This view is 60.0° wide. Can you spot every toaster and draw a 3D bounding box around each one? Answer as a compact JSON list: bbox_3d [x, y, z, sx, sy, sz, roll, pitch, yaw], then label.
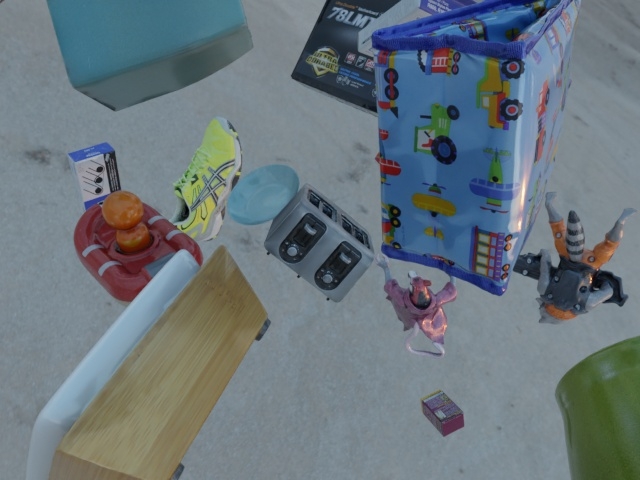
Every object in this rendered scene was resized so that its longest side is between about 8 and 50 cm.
[{"bbox_3d":[0.000,0.000,0.983,0.168,0.110,0.185,39,15,-10],"label":"toaster"}]

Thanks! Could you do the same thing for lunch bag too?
[{"bbox_3d":[0.193,-0.125,0.557,0.138,0.220,0.293,21,41,36],"label":"lunch bag"}]

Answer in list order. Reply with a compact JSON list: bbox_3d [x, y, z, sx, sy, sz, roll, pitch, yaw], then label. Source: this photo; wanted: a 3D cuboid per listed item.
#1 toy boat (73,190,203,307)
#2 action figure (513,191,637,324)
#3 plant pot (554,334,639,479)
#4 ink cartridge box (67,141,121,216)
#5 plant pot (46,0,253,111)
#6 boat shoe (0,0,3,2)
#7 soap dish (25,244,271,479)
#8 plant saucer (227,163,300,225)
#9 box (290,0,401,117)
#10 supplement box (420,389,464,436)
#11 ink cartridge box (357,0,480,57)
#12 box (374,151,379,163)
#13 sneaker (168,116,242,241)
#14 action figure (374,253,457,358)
[{"bbox_3d":[-0.294,-0.010,0.858,0.151,0.151,0.231,-31,44,-31],"label":"toy boat"},{"bbox_3d":[0.571,0.055,1.355,0.342,0.329,0.179,14,25,31],"label":"action figure"},{"bbox_3d":[0.481,0.318,0.704,0.367,0.366,0.352,15,44,-24],"label":"plant pot"},{"bbox_3d":[-0.538,-0.128,1.343,0.097,0.207,0.046,-27,52,-33],"label":"ink cartridge box"},{"bbox_3d":[-0.221,-0.302,0.769,0.235,0.165,0.165,-14,92,-1],"label":"plant pot"},{"bbox_3d":[-0.463,-0.438,0.855,0.095,0.258,0.095,63,27,1],"label":"boat shoe"},{"bbox_3d":[-0.175,0.167,0.561,0.118,0.290,0.228,33,46,-2],"label":"soap dish"},{"bbox_3d":[-0.134,-0.105,1.360,0.037,0.195,0.194,59,14,-48],"label":"plant saucer"},{"bbox_3d":[0.116,-0.438,1.217,0.296,0.293,0.073,31,10,29],"label":"box"},{"bbox_3d":[0.257,0.363,1.169,0.055,0.043,0.083,-19,28,-15],"label":"supplement box"},{"bbox_3d":[0.220,-0.372,0.993,0.224,0.224,0.045,7,76,-33],"label":"ink cartridge box"},{"bbox_3d":[0.287,-0.217,1.508,0.257,0.128,0.122,5,38,-49],"label":"box"},{"bbox_3d":[-0.342,-0.174,1.624,0.147,0.384,0.145,0,21,-46],"label":"sneaker"},{"bbox_3d":[0.277,0.194,1.666,0.248,0.370,0.275,5,75,10],"label":"action figure"}]
